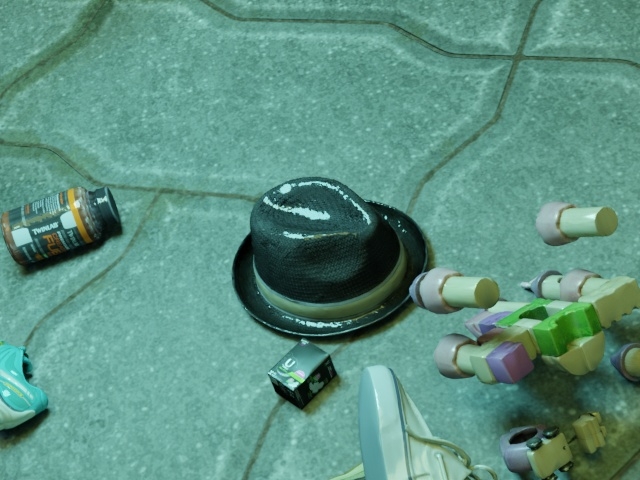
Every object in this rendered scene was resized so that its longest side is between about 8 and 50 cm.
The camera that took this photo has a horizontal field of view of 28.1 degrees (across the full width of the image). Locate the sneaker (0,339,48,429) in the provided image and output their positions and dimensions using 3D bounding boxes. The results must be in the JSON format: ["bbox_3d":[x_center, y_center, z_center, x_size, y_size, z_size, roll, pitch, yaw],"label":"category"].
[{"bbox_3d":[-0.537,0.208,2.118,0.110,0.107,0.275,-18,46,-26],"label":"sneaker"}]

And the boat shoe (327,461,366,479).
[{"bbox_3d":[0.037,0.358,1.789,0.152,0.056,0.049,-33,41,-13],"label":"boat shoe"}]

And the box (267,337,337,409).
[{"bbox_3d":[-0.028,0.203,1.959,0.062,0.052,0.083,30,62,36],"label":"box"}]

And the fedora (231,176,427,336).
[{"bbox_3d":[0.000,0.000,2.071,0.334,0.152,0.334,-10,46,10],"label":"fedora"}]

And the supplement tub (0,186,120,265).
[{"bbox_3d":[-0.464,-0.033,2.294,0.198,0.106,0.106,-20,45,1],"label":"supplement tub"}]

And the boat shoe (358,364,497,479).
[{"bbox_3d":[0.156,0.329,1.713,0.156,0.136,0.367,-4,54,-15],"label":"boat shoe"}]

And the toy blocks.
[{"bbox_3d":[0.291,0.134,1.839,0.288,0.309,0.260,-28,11,-24],"label":"toy blocks"}]
